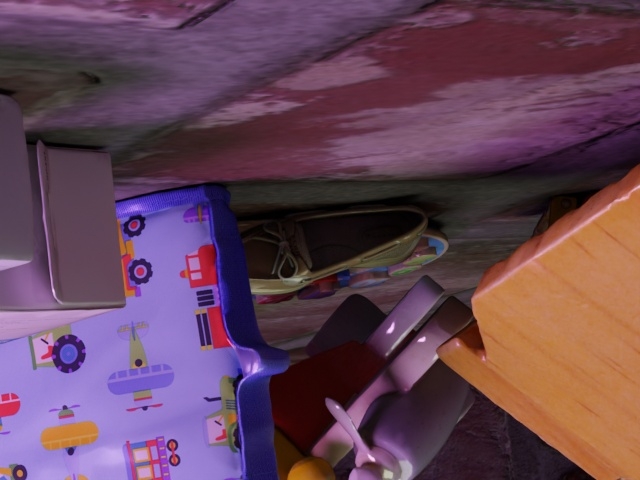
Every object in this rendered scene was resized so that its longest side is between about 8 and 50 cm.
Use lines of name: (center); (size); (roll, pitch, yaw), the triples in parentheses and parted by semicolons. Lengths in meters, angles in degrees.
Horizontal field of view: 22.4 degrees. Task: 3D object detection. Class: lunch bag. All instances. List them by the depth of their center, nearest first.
lunch bag: (-0.146, 0.096, 1.071); (0.293, 0.221, 0.138); (-14, 170, 36)

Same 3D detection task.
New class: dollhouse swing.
dollhouse swing: (0.326, -0.014, 1.068); (0.315, 0.305, 0.347); (38, 141, -11)

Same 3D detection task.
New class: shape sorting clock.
shape sorting clock: (0.003, 0.022, 1.319); (0.206, 0.040, 0.206); (-8, 171, -1)

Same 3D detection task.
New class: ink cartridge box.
ink cartridge box: (-0.176, 0.004, 0.882); (0.143, 0.092, 0.090); (-16, 169, 43)

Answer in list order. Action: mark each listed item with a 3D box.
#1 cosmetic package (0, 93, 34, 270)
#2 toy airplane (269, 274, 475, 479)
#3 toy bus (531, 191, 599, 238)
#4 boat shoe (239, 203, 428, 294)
cosmetic package: (-0.257, -0.009, 0.768); (0.231, 0.085, 0.117); (-12, 170, 34)
toy airplane: (-0.004, 0.197, 1.343); (0.384, 0.272, 0.386); (-35, 163, 5)
toy bus: (0.258, 0.034, 1.275); (0.202, 0.104, 0.191); (-9, 154, 42)
boat shoe: (0.001, 0.002, 1.157); (0.153, 0.056, 0.048); (-7, 162, -15)
